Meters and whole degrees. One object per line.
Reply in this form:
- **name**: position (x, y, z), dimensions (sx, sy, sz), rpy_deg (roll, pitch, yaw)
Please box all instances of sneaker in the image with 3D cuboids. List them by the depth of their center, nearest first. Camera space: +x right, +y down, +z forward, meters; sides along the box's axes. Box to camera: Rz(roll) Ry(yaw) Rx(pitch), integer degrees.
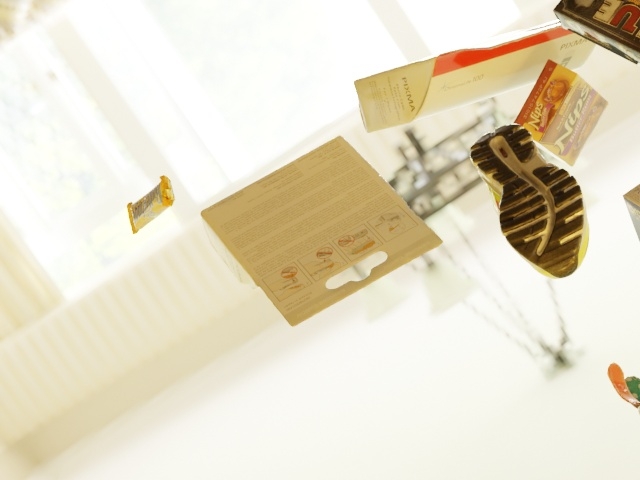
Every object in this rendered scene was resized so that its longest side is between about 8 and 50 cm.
- **sneaker**: position (0.208, -0.024, 1.402), dimensions (0.081, 0.094, 0.208), rpy_deg (-24, -143, 7)

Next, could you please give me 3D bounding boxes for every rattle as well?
- **rattle**: position (0.388, 0.241, 1.650), dimensions (0.130, 0.200, 0.142), rpy_deg (-17, 128, -67)

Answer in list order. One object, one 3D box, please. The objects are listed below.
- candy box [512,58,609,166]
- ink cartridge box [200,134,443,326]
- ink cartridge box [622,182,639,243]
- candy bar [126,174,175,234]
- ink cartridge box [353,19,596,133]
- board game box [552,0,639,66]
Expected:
- **candy box**: position (0.337, -0.175, 2.078), dimensions (0.109, 0.053, 0.187), rpy_deg (-61, 154, 6)
- **ink cartridge box**: position (0.000, 0.000, 1.599), dimensions (0.189, 0.066, 0.232), rpy_deg (-29, -133, -12)
- **ink cartridge box**: position (0.419, 0.012, 1.624), dimensions (0.046, 0.097, 0.207), rpy_deg (-34, -145, -8)
- **candy bar**: position (-0.202, -0.042, 1.767), dimensions (0.018, 0.040, 0.161), rpy_deg (-7, 172, -24)
- **ink cartridge box**: position (0.267, -0.246, 2.086), dimensions (0.308, 0.091, 0.385), rpy_deg (-19, -172, -25)
- **board game box**: position (0.408, -0.270, 1.696), dimensions (0.243, 0.042, 0.165), rpy_deg (35, -95, 38)
